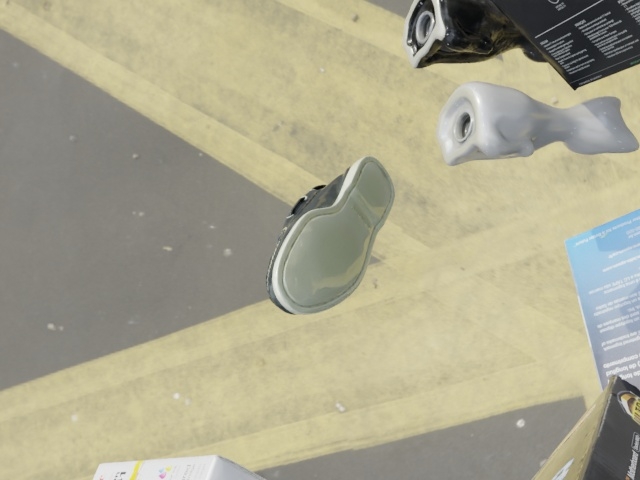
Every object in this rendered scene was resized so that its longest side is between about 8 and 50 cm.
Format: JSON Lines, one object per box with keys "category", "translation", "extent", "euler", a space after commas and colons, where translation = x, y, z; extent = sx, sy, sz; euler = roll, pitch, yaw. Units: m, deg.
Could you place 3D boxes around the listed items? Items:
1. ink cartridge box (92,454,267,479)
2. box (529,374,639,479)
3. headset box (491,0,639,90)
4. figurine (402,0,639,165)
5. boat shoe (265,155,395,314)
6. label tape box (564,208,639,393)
{"category": "ink cartridge box", "translation": [-0.215, 0.414, 0.899], "extent": [0.306, 0.131, 0.226], "euler": [-19, 42, 42]}
{"category": "box", "translation": [0.100, 0.248, 0.409], "extent": [0.073, 0.293, 0.296], "euler": [38, 114, 18]}
{"category": "headset box", "translation": [0.207, -0.283, 0.522], "extent": [0.283, 0.246, 0.131], "euler": [43, 81, -8]}
{"category": "figurine", "translation": [0.218, -0.171, 0.722], "extent": [0.209, 0.092, 0.215], "euler": [-4, 63, -19]}
{"category": "boat shoe", "translation": [-0.002, -0.004, 0.973], "extent": [0.113, 0.340, 0.127], "euler": [-23, 115, 38]}
{"category": "label tape box", "translation": [0.467, 0.114, 0.827], "extent": [0.249, 0.115, 0.348], "euler": [-29, 51, 36]}
